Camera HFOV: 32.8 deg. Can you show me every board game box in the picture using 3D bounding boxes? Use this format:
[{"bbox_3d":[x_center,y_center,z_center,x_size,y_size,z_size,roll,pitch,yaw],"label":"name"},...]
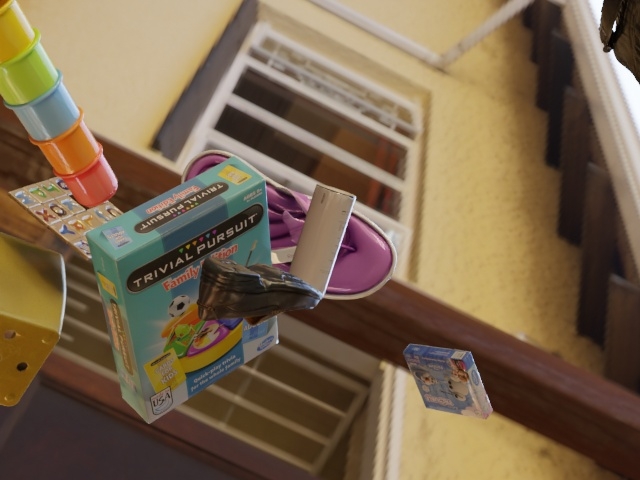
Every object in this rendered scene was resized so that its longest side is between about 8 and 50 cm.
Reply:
[{"bbox_3d":[-0.190,0.077,1.595,0.254,0.079,0.336,-31,139,-28],"label":"board game box"},{"bbox_3d":[0.151,0.167,1.293,0.090,0.090,0.020,3,-143,44],"label":"board game box"}]

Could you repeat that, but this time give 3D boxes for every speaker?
[{"bbox_3d":[0.000,0.000,1.389,0.055,0.055,0.136,-111,-142,-80],"label":"speaker"}]

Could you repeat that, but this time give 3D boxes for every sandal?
[{"bbox_3d":[-0.070,-0.022,1.876,0.169,0.416,0.102,-64,167,0],"label":"sandal"}]

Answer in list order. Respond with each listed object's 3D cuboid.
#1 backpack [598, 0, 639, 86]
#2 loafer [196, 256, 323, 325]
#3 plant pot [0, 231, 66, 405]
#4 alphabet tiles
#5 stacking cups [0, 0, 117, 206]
[{"bbox_3d":[0.463,-0.306,1.495,0.152,0.115,0.182,55,-13,40],"label":"backpack"},{"bbox_3d":[-0.067,0.060,1.154,0.062,0.170,0.061,28,-79,44],"label":"loafer"},{"bbox_3d":[-0.498,0.121,1.604,0.212,0.212,0.187,-54,-141,14],"label":"plant pot"},{"bbox_3d":[-0.343,-0.017,1.683,0.009,0.237,0.198,-54,175,19],"label":"alphabet tiles"},{"bbox_3d":[-0.367,-0.173,1.419,0.096,0.096,0.316,-71,149,-43],"label":"stacking cups"}]
